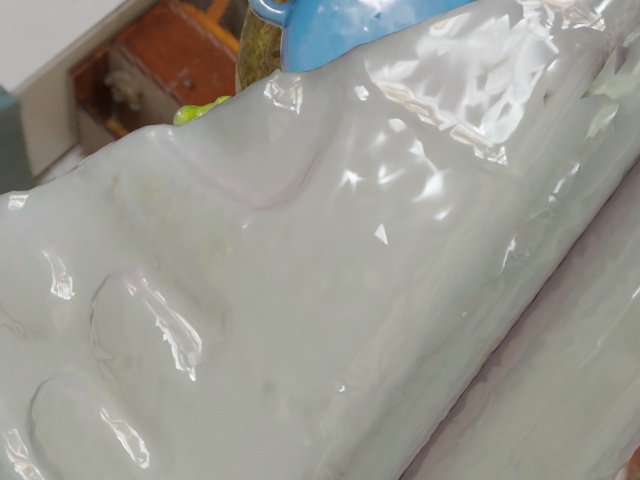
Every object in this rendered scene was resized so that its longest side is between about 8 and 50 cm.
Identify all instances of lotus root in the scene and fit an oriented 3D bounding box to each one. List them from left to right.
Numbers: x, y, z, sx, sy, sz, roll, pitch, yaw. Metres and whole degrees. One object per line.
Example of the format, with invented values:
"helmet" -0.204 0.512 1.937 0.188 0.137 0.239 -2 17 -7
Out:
"lotus root" -0.002 -0.219 1.773 0.149 0.260 0.267 26 -167 41

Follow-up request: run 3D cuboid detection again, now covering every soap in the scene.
"soap" 0.000 0.000 0.457 0.159 0.302 0.258 33 -173 -44

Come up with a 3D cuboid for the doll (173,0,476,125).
"doll" 0.108 -0.114 0.815 0.341 0.346 0.099 27 -173 -10
